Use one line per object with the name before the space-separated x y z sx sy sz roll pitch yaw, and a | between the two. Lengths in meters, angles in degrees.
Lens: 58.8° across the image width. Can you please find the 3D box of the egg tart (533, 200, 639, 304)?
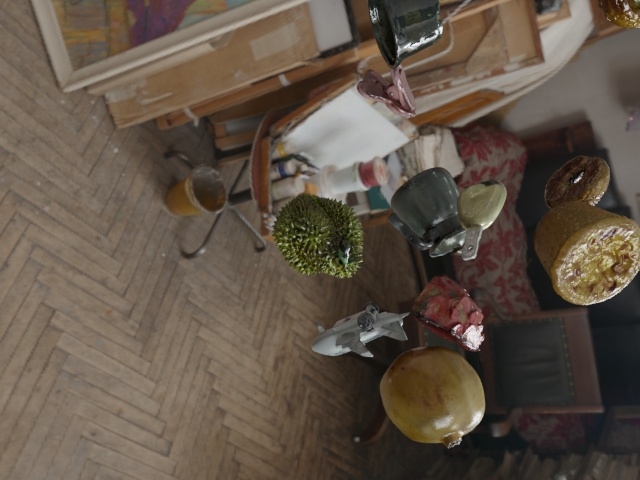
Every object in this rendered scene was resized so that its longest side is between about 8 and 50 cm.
egg tart | 0.531 0.014 1.165 0.202 0.202 0.147 52 7 -30

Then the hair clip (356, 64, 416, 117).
hair clip | 0.164 -0.354 1.370 0.138 0.102 0.123 57 35 -33

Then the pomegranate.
pomegranate | 0.247 0.336 1.257 0.233 0.233 0.233 22 61 -49

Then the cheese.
cheese | 0.386 -0.047 1.409 0.054 0.127 0.251 47 47 -27

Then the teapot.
teapot | 0.371 -0.074 1.820 0.285 0.223 0.305 60 17 18

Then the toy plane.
toy plane | 0.089 0.219 1.386 0.251 0.255 0.101 -41 113 -69

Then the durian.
durian | 0.003 -0.004 1.104 0.159 0.198 0.146 -45 160 -48

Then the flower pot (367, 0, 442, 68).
flower pot | 0.162 -0.418 1.070 0.157 0.107 0.157 159 -90 -90

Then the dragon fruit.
dragon fruit | 0.317 0.175 1.400 0.261 0.163 0.189 33 54 -61

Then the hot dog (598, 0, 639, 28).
hot dog | 0.361 -0.293 0.619 0.147 0.065 0.099 -39 123 -28

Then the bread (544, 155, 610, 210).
bread | 0.675 -0.141 1.495 0.064 0.193 0.193 34 50 -19
